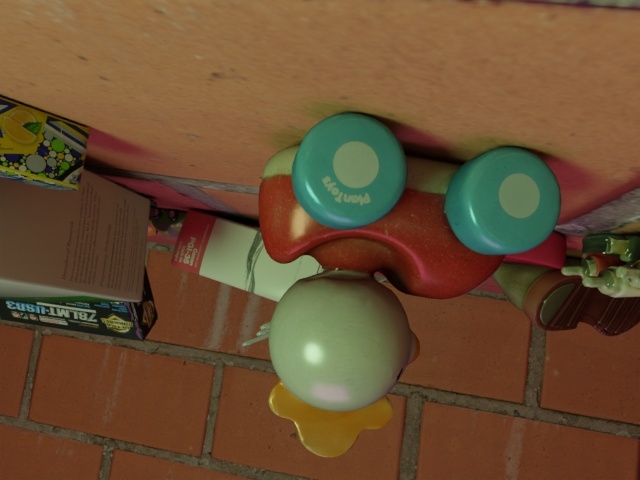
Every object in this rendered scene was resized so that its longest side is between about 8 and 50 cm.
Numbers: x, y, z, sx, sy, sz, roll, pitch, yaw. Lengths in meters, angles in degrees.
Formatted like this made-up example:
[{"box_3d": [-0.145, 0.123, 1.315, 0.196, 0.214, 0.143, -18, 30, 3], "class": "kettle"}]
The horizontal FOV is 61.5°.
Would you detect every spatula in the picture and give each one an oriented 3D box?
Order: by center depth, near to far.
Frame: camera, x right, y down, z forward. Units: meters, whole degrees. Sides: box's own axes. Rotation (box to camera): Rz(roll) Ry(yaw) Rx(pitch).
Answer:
[{"box_3d": [-0.012, 0.131, 0.931, 0.241, 0.019, 0.168, -18, 166, -29], "class": "spatula"}]

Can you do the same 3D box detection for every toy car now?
[{"box_3d": [0.042, 0.052, 0.436, 0.210, 0.238, 0.219, 10, 175, -10], "class": "toy car"}, {"box_3d": [-0.357, -0.040, 1.115, 0.224, 0.053, 0.239, 7, 175, 25], "class": "toy car"}]

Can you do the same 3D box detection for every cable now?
[{"box_3d": [0.414, 0.040, 0.598, 0.286, 0.072, 0.139, 9, 180, -7], "class": "cable"}]

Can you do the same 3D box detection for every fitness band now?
[{"box_3d": [0.177, 0.002, 0.723, 0.290, 0.054, 0.209, 8, 172, -2], "class": "fitness band"}]

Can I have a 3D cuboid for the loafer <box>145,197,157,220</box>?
[{"box_3d": [-0.415, -0.048, 0.945, 0.267, 0.084, 0.096, 8, 176, 12], "class": "loafer"}]

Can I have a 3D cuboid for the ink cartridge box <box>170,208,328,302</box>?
[{"box_3d": [-0.110, 0.044, 1.048, 0.282, 0.117, 0.207, 18, 176, 15], "class": "ink cartridge box"}]

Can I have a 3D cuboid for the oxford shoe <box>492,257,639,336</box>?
[{"box_3d": [0.434, 0.073, 0.893, 0.348, 0.123, 0.130, 11, -159, -33], "class": "oxford shoe"}]

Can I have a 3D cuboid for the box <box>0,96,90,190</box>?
[{"box_3d": [-0.280, -0.088, 0.432, 0.054, 0.059, 0.168, 2, 172, 36], "class": "box"}]

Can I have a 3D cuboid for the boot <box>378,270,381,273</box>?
[{"box_3d": [0.141, 0.025, 0.984, 0.206, 0.090, 0.248, 20, -178, 29], "class": "boot"}]

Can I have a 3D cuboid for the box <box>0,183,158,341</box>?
[{"box_3d": [-0.448, 0.030, 0.913, 0.295, 0.294, 0.073, 7, -142, 10], "class": "box"}]

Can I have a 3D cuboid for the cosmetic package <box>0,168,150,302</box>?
[{"box_3d": [-0.376, -0.021, 0.593, 0.196, 0.155, 0.365, -2, 169, 17], "class": "cosmetic package"}]
